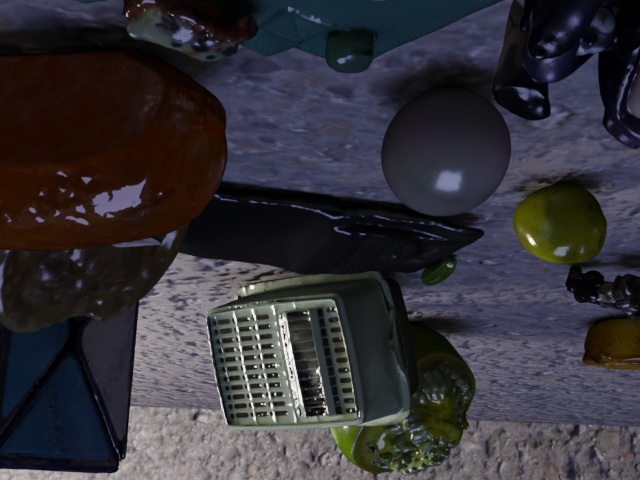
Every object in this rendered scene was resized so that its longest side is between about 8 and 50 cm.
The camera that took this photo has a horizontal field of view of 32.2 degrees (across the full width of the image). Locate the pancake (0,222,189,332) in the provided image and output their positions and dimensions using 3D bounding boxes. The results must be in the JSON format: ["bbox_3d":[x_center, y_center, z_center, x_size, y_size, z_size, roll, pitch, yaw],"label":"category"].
[{"bbox_3d":[-0.223,0.007,1.095,0.042,0.222,0.236,42,-169,31],"label":"pancake"}]

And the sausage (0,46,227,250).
[{"bbox_3d":[-0.199,-0.069,0.863,0.268,0.153,0.141,-3,159,13],"label":"sausage"}]

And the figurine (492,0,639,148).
[{"bbox_3d":[0.222,-0.123,0.689,0.222,0.145,0.145,15,163,-10],"label":"figurine"}]

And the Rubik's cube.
[{"bbox_3d":[-0.400,0.112,1.265,0.310,0.305,0.307,-3,164,17],"label":"Rubik's cube"}]

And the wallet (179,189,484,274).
[{"bbox_3d":[0.000,0.000,1.316,0.323,0.041,0.247,9,162,-16],"label":"wallet"}]

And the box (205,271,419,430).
[{"bbox_3d":[-0.009,0.158,1.559,0.291,0.220,0.166,-9,-177,37],"label":"box"}]

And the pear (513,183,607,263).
[{"bbox_3d":[0.245,-0.019,1.138,0.097,0.092,0.092,14,169,21],"label":"pear"}]

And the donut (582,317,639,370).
[{"bbox_3d":[0.514,0.169,1.802,0.174,0.074,0.190,-2,168,10],"label":"donut"}]

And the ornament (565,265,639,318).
[{"bbox_3d":[0.405,0.084,1.408,0.196,0.153,0.166,5,167,28],"label":"ornament"}]

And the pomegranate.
[{"bbox_3d":[0.117,0.239,1.837,0.260,0.260,0.340,-5,132,23],"label":"pomegranate"}]

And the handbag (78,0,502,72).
[{"bbox_3d":[-0.021,-0.171,0.573,0.269,0.100,0.274,10,162,-29],"label":"handbag"}]

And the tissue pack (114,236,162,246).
[{"bbox_3d":[-0.186,-0.057,0.989,0.079,0.111,0.085,-4,163,23],"label":"tissue pack"}]

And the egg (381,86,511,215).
[{"bbox_3d":[0.102,-0.072,0.913,0.103,0.103,0.135,4,166,-9],"label":"egg"}]

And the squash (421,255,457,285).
[{"bbox_3d":[0.158,0.041,1.463,0.027,0.027,0.089,7,163,-18],"label":"squash"}]
